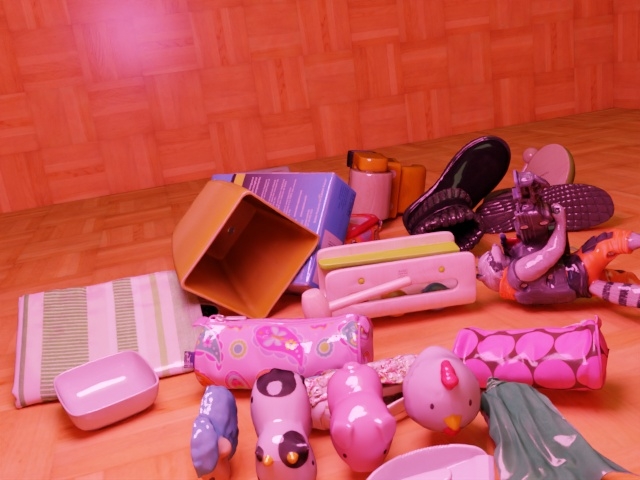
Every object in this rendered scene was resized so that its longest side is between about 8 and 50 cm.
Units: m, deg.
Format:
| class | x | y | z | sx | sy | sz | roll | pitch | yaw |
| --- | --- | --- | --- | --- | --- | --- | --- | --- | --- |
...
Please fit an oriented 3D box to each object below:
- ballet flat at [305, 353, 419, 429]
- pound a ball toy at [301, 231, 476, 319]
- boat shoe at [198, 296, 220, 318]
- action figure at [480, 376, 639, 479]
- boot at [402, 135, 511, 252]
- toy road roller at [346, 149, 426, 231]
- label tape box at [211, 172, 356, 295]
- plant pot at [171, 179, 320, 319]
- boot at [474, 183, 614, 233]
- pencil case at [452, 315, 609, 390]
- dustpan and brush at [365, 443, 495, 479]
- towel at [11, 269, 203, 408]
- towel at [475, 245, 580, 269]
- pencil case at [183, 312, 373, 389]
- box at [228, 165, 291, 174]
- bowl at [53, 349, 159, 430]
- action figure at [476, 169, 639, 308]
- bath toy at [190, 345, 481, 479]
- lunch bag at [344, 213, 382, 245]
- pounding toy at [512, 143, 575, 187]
| class | x | y | z | sx | sy | sz | roll | pitch | yaw |
| --- | --- | --- | --- | --- | --- | --- | --- | --- | --- |
| ballet flat | 0.048 | 0.215 | 0.862 | 0.241 | 0.091 | 0.077 | -15 | 41 | -10 |
| pound a ball toy | 0.120 | 0.096 | 1.135 | 0.319 | 0.136 | 0.208 | -9 | 21 | -6 |
| boat shoe | -0.302 | 0.153 | 1.224 | 0.227 | 0.079 | 0.081 | -14 | 13 | -32 |
| action figure | 0.247 | 0.228 | 0.746 | 0.137 | 0.063 | 0.232 | -10 | 20 | -3 |
| boot | 0.344 | -0.098 | 1.508 | 0.348 | 0.131 | 0.260 | -48 | 8 | 10 |
| toy road roller | 0.197 | -0.153 | 1.846 | 0.240 | 0.202 | 0.329 | 3 | 14 | -2 |
| label tape box | -0.115 | -0.017 | 1.405 | 0.347 | 0.249 | 0.115 | 3 | -18 | 35 |
| plant pot | -0.171 | 0.000 | 1.248 | 0.212 | 0.212 | 0.187 | 32 | 4 | -42 |
| boot | 0.577 | -0.107 | 1.641 | 0.338 | 0.118 | 0.223 | -1 | 16 | 25 |
| pencil case | 0.285 | 0.157 | 0.875 | 0.209 | 0.098 | 0.095 | -7 | -22 | 28 |
| dustpan and brush | 0.073 | 0.273 | 0.671 | 0.211 | 0.060 | 0.147 | -21 | 13 | 20 |
| towel | -0.375 | 0.164 | 1.137 | 0.325 | 0.038 | 0.248 | -10 | 44 | -13 |
| towel | 0.457 | 0.048 | 1.353 | 0.237 | 0.021 | 0.102 | -10 | 11 | -4 |
| pencil case | -0.059 | 0.172 | 0.982 | 0.284 | 0.124 | 0.124 | -2 | 17 | 16 |
| box | -0.179 | -0.103 | 1.884 | 0.215 | 0.168 | 0.345 | -8 | 16 | -3 |
| bowl | -0.329 | 0.236 | 0.981 | 0.142 | 0.053 | 0.142 | -19 | 27 | -29 |
| action figure | 0.417 | 0.032 | 1.073 | 0.330 | 0.341 | 0.178 | -6 | 56 | 33 |
| bath toy | 0.028 | 0.210 | 0.756 | 0.348 | 0.151 | 0.129 | -11 | -21 | -2 |
| lunch bag | 0.000 | 0.000 | 1.563 | 0.293 | 0.120 | 0.258 | -1 | 13 | 25 |
| pounding toy | 0.668 | -0.175 | 1.811 | 0.110 | 0.183 | 0.237 | 14 | 5 | -20 |
